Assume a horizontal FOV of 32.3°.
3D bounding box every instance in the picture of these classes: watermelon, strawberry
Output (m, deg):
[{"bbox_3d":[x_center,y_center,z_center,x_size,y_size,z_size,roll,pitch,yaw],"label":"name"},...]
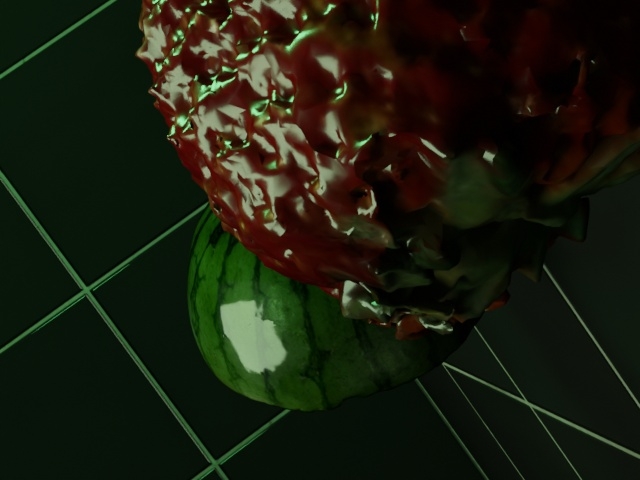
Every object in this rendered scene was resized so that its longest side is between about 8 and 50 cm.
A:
[{"bbox_3d":[0.000,0.000,1.106,0.189,0.331,0.331,54,175,-39],"label":"watermelon"},{"bbox_3d":[0.014,-0.120,0.621,0.351,0.267,0.312,54,153,13],"label":"strawberry"}]
